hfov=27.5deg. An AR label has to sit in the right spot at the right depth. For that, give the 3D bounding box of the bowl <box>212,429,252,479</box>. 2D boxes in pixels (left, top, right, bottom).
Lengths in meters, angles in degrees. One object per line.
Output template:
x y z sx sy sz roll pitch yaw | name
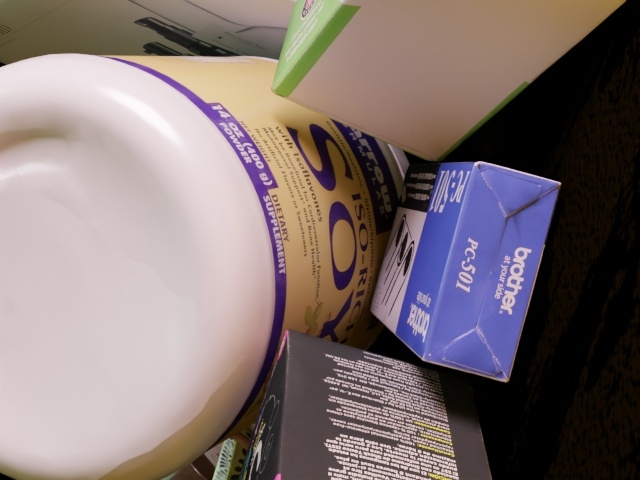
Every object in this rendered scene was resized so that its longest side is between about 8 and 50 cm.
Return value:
-0.055 0.228 1.161 0.170 0.080 0.170 -164 90 -85 | bowl

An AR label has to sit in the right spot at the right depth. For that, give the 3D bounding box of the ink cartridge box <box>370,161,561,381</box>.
0.071 0.009 0.702 0.207 0.046 0.097 -143 68 -84 | ink cartridge box

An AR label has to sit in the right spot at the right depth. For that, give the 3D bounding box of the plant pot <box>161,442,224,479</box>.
-0.164 0.319 1.518 0.230 0.215 0.215 -54 14 29 | plant pot

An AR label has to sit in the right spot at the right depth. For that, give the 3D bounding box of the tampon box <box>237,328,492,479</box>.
0.013 0.138 0.608 0.161 0.101 0.120 -89 15 -69 | tampon box

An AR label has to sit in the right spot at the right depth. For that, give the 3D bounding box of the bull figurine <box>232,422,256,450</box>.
-0.033 0.030 1.097 0.101 0.188 0.310 -36 42 59 | bull figurine

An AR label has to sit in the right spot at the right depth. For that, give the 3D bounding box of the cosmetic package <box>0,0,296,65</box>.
-0.097 -0.179 1.029 0.377 0.284 0.097 -8 63 57 | cosmetic package

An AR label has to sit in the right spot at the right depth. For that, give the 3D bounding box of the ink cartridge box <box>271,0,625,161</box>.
0.085 -0.212 0.715 0.198 0.115 0.273 137 151 -59 | ink cartridge box

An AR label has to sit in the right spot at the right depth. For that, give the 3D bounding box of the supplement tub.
-0.083 0.003 0.828 0.331 0.241 0.241 -19 -51 -66 | supplement tub
